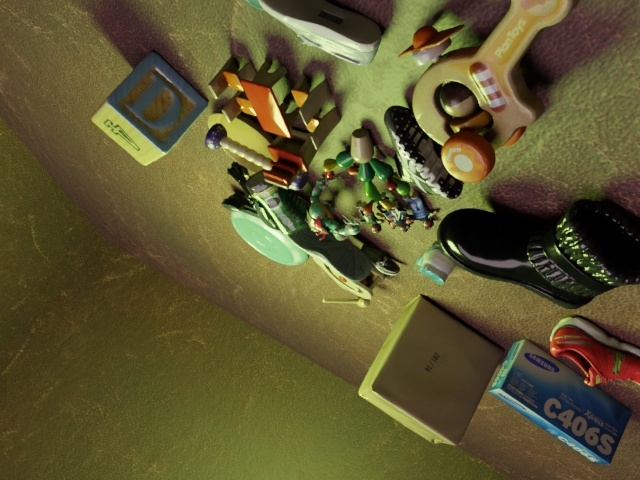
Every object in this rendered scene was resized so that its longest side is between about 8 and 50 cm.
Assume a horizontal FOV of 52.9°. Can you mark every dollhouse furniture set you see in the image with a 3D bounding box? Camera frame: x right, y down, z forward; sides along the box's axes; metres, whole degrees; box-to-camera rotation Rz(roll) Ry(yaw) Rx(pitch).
[{"bbox_3d":[-0.098,-0.247,1.394,0.262,0.135,0.259,22,156,30],"label":"dollhouse furniture set"}]

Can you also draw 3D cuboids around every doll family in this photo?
[{"bbox_3d":[0.178,-0.059,1.484,0.193,0.076,0.111,8,142,45],"label":"doll family"}]

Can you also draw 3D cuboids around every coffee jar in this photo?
[{"bbox_3d":[-0.108,-0.107,1.672,0.096,0.079,0.184,-23,120,26],"label":"coffee jar"}]

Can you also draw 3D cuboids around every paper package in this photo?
[{"bbox_3d":[0.322,0.385,1.885,0.309,0.324,0.168,33,160,2],"label":"paper package"}]

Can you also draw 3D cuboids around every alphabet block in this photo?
[{"bbox_3d":[-0.442,-0.333,1.655,0.193,0.192,0.197,45,158,-20],"label":"alphabet block"}]

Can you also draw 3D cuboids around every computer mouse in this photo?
[{"bbox_3d":[-0.183,-0.118,1.851,0.184,0.060,0.262,55,-171,32],"label":"computer mouse"}]

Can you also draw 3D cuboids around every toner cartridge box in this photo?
[{"bbox_3d":[0.643,0.432,1.725,0.348,0.165,0.075,34,158,1],"label":"toner cartridge box"}]

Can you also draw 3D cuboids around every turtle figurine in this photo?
[{"bbox_3d":[0.018,-0.069,1.608,0.175,0.118,0.234,63,-178,13],"label":"turtle figurine"}]

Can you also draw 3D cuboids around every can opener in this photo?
[{"bbox_3d":[-0.216,-0.097,2.020,0.186,0.073,0.059,20,149,11],"label":"can opener"}]

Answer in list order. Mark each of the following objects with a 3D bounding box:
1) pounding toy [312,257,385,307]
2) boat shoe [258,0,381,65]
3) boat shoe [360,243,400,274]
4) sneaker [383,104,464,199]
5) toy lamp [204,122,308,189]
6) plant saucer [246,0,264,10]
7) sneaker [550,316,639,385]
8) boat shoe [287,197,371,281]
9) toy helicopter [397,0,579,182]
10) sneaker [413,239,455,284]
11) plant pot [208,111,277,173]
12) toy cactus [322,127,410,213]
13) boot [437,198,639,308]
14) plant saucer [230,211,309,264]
[{"bbox_3d":[0.080,0.123,1.910,0.269,0.155,0.154,46,161,-27],"label":"pounding toy"},{"bbox_3d":[-0.006,-0.360,1.089,0.228,0.079,0.081,28,154,9],"label":"boat shoe"},{"bbox_3d":[0.166,0.051,1.785,0.125,0.046,0.038,37,166,18],"label":"boat shoe"},{"bbox_3d":[0.176,-0.163,1.247,0.106,0.078,0.234,2,144,51],"label":"sneaker"},{"bbox_3d":[-0.154,-0.203,1.576,0.275,0.080,0.080,30,159,18],"label":"toy lamp"},{"bbox_3d":[-0.113,-0.450,1.136,0.119,0.021,0.119,30,159,13],"label":"plant saucer"},{"bbox_3d":[0.651,0.288,1.459,0.279,0.118,0.107,29,159,16],"label":"sneaker"},{"bbox_3d":[0.003,-0.001,1.797,0.320,0.118,0.103,37,172,0],"label":"boat shoe"},{"bbox_3d":[0.234,-0.264,0.925,0.235,0.140,0.355,42,149,7],"label":"toy helicopter"},{"bbox_3d":[0.286,0.051,1.551,0.087,0.092,0.228,32,179,2],"label":"sneaker"},{"bbox_3d":[-0.186,-0.252,1.665,0.236,0.032,0.236,30,160,12],"label":"plant pot"},{"bbox_3d":[0.087,-0.158,1.388,0.219,0.112,0.180,31,151,34],"label":"toy cactus"},{"bbox_3d":[0.401,0.001,1.184,0.348,0.131,0.260,21,165,6],"label":"boot"},{"bbox_3d":[-0.183,-0.011,2.178,0.318,0.043,0.317,30,158,13],"label":"plant saucer"}]
